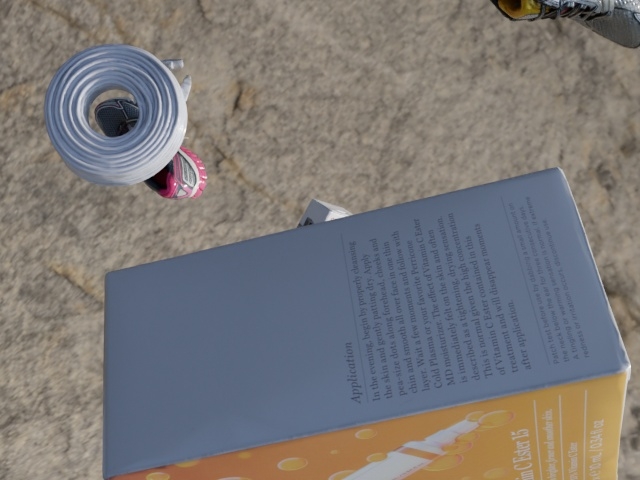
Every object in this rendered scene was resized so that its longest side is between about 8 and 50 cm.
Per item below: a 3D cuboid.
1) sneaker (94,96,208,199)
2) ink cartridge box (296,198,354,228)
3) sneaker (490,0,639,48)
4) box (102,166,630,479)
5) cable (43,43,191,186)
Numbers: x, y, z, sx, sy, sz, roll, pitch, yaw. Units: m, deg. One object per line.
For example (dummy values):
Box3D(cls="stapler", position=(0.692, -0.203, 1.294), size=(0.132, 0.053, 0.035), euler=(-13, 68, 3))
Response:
Box3D(cls="sneaker", position=(-0.368, -0.199, 1.967), size=(0.299, 0.121, 0.112), euler=(39, 26, 18))
Box3D(cls="ink cartridge box", position=(0.000, 0.000, 1.714), size=(0.056, 0.135, 0.099), euler=(37, 14, 38))
Box3D(cls="sneaker", position=(0.202, -0.224, 0.835), size=(0.225, 0.088, 0.093), euler=(24, 73, -16))
Box3D(cls="box", position=(0.037, 0.107, 0.716), size=(0.215, 0.345, 0.168), euler=(67, 13, -54))
Box3D(cls="cable", position=(-0.372, -0.228, 1.708), size=(0.257, 0.089, 0.257), euler=(5, 84, -2))
